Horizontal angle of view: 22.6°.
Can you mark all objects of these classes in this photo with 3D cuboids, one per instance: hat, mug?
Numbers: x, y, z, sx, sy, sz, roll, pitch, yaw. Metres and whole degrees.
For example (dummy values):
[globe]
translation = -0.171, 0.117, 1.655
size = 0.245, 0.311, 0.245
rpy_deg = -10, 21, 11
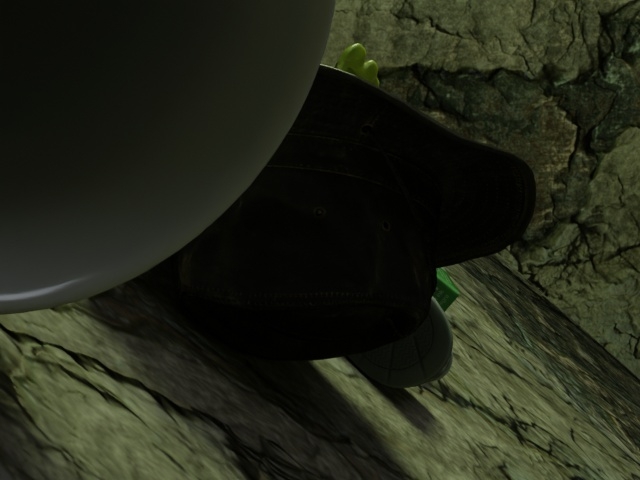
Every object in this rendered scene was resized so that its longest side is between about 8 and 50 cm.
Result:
[hat]
translation = -0.020, 0.009, 1.111
size = 0.331, 0.134, 0.331
rpy_deg = 7, -23, 3
[mug]
translation = -0.167, -0.203, 0.765
size = 0.276, 0.374, 0.328
rpy_deg = 26, 11, -46

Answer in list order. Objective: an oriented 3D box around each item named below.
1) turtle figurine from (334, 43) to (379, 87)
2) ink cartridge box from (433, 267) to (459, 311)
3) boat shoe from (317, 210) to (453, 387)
[turtle figurine]
translation = -0.074, -0.127, 1.142
size = 0.217, 0.087, 0.269
rpy_deg = -9, -68, 51
[ink cartridge box]
translation = 0.023, 0.001, 1.571
size = 0.208, 0.087, 0.153
rpy_deg = 39, 8, -13
[boat shoe]
translation = 0.003, -0.001, 1.424
size = 0.320, 0.118, 0.103
rpy_deg = 48, 3, 13
